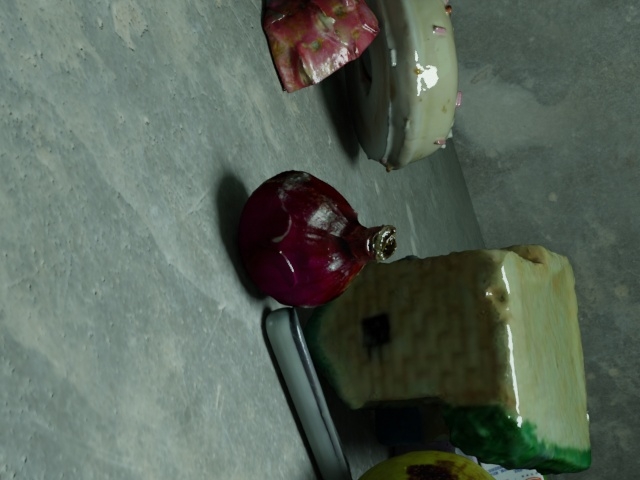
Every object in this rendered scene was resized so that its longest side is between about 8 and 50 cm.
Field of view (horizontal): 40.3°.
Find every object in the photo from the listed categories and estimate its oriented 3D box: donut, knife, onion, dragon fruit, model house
[{"bbox_3d":[0.144,-0.318,1.581,0.382,0.143,0.382,173,-90,-79],"label":"donut"},{"bbox_3d":[-0.009,0.205,1.110,0.073,0.041,0.265,-81,153,-74],"label":"knife"},{"bbox_3d":[-0.010,0.007,1.031,0.135,0.198,0.173,-36,118,-38],"label":"onion"},{"bbox_3d":[0.009,-0.368,1.401,0.274,0.161,0.126,-78,151,-50],"label":"dragon fruit"},{"bbox_3d":[0.171,0.171,1.262,0.382,0.343,0.334,21,65,-58],"label":"model house"}]

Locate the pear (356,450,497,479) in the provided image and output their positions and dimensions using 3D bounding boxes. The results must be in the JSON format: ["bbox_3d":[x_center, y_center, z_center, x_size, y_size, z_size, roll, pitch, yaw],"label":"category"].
[{"bbox_3d":[0.135,0.386,1.026,0.283,0.284,0.283,-14,90,-72],"label":"pear"}]

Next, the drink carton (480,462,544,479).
[{"bbox_3d":[0.336,0.361,1.621,0.130,0.107,0.314,-29,100,-80],"label":"drink carton"}]

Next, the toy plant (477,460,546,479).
[{"bbox_3d":[0.337,0.402,1.774,0.224,0.184,0.315,-38,115,-27],"label":"toy plant"}]

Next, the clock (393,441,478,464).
[{"bbox_3d":[0.212,0.433,1.491,0.295,0.113,0.322,56,26,-47],"label":"clock"}]
